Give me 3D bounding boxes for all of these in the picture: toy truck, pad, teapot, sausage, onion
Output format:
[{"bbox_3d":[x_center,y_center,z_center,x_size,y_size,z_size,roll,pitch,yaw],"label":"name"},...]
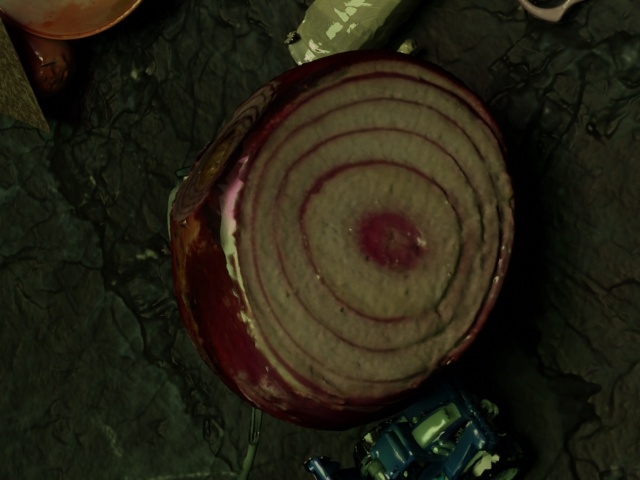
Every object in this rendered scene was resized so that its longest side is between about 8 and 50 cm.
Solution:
[{"bbox_3d":[0.074,0.212,1.531,0.208,0.126,0.113,-49,60,24],"label":"toy truck"},{"bbox_3d":[-0.382,-0.208,1.904,0.235,0.003,0.158,21,138,51],"label":"pad"},{"bbox_3d":[0.064,-0.224,1.617,0.107,0.077,0.200,47,114,10],"label":"teapot"},{"bbox_3d":[-0.410,-0.293,1.971,0.419,0.094,0.094,41,151,32],"label":"sausage"},{"bbox_3d":[0.000,0.000,1.504,0.260,0.282,0.337,-14,55,65],"label":"onion"}]

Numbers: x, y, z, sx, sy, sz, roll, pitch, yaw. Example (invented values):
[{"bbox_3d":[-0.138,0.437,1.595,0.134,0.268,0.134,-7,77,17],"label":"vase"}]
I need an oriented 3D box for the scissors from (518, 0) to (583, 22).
[{"bbox_3d":[0.140,-0.259,1.532,0.212,0.021,0.110,8,93,8],"label":"scissors"}]

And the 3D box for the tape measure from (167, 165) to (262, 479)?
[{"bbox_3d":[-0.083,0.086,1.692,0.164,0.084,0.330,-145,43,-75],"label":"tape measure"}]

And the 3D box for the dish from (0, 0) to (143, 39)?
[{"bbox_3d":[-0.250,-0.342,1.842,0.260,0.085,0.260,1,92,25],"label":"dish"}]
